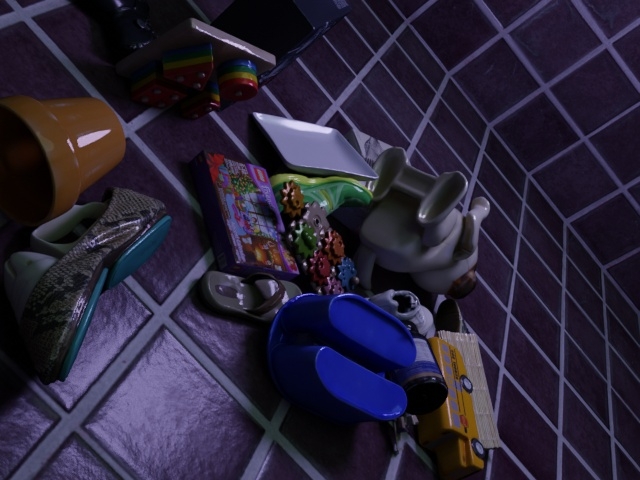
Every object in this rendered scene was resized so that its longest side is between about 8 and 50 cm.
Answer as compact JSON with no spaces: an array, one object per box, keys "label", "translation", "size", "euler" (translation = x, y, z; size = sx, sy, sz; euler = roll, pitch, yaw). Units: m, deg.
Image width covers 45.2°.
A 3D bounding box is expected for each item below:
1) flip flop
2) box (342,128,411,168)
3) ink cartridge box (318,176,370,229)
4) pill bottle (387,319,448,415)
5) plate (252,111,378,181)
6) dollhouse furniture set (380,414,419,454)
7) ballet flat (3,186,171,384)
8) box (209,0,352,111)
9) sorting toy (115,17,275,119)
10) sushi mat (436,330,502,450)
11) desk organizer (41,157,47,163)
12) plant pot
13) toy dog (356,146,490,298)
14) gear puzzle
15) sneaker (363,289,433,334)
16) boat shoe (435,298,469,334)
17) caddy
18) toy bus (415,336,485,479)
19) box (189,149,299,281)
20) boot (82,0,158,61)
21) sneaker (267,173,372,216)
[{"label":"flip flop","translation":[-0.130,0.108,1.598],"size":[0.277,0.080,0.112],"euler":[18,47,-46]},{"label":"box","translation":[0.165,-0.239,2.341],"size":[0.275,0.094,0.113],"euler":[13,50,-48]},{"label":"ink cartridge box","translation":[0.067,-0.145,2.122],"size":[0.139,0.082,0.191],"euler":[36,37,-29]},{"label":"pill bottle","translation":[0.218,0.298,1.844],"size":[0.122,0.123,0.219],"euler":[33,23,-32]},{"label":"plate","translation":[-0.022,-0.235,2.010],"size":[0.277,0.045,0.277],"euler":[7,32,-32]},{"label":"dollhouse furniture set","translation":[0.206,0.444,1.756],"size":[0.114,0.090,0.081],"euler":[14,65,-52]},{"label":"ballet flat","translation":[-0.398,0.045,1.245],"size":[0.181,0.164,0.483],"euler":[26,29,-5]},{"label":"box","translation":[-0.136,-0.528,1.957],"size":[0.179,0.343,0.312],"euler":[52,31,-7]},{"label":"sorting toy","translation":[-0.272,-0.361,1.705],"size":[0.257,0.255,0.090],"euler":[12,67,-50]},{"label":"sushi mat","translation":[0.393,0.396,2.034],"size":[0.151,0.019,0.317],"euler":[9,62,-36]},{"label":"desk organizer","translation":[-0.519,-0.171,1.358],"size":[0.130,0.047,0.050],"euler":[44,34,-17]},{"label":"plant pot","translation":[-0.434,-0.151,1.269],"size":[0.205,0.205,0.188],"euler":[55,42,0]},{"label":"toy dog","translation":[0.298,0.008,2.074],"size":[0.408,0.284,0.396],"euler":[39,74,-50]},{"label":"gear puzzle","translation":[0.000,0.000,1.796],"size":[0.339,0.044,0.175],"euler":[62,40,-24]},{"label":"sneaker","translation":[0.219,0.187,1.979],"size":[0.292,0.118,0.110],"euler":[15,47,-50]},{"label":"boat shoe","translation":[0.383,0.275,2.167],"size":[0.073,0.080,0.224],"euler":[30,44,-45]},{"label":"caddy","translation":[0.041,0.249,1.613],"size":[0.341,0.179,0.241],"euler":[34,59,-33]},{"label":"toy bus","translation":[0.304,0.411,1.883],"size":[0.130,0.108,0.333],"euler":[33,37,-31]},{"label":"box","translation":[-0.171,-0.051,1.719],"size":[0.200,0.057,0.294],"euler":[13,50,-50]},{"label":"boot","translation":[-0.459,-0.499,1.716],"size":[0.246,0.094,0.207],"euler":[22,40,-52]},{"label":"sneaker","translation":[-0.009,-0.095,1.916],"size":[0.295,0.109,0.124],"euler":[0,78,-26]}]
